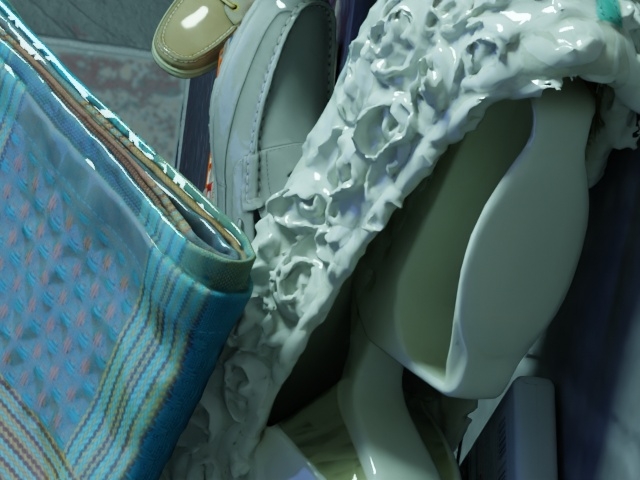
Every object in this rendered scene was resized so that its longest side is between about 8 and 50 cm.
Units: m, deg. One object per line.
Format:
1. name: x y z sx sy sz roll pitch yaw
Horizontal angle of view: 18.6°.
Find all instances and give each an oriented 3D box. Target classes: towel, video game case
1. towel: -0.190 0.083 0.928 0.271 0.040 0.370 43 115 33
2. video game case: 0.075 0.182 0.869 0.173 0.022 0.190 112 163 -58

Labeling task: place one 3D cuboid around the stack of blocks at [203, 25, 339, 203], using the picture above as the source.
1. stack of blocks: -0.055 -0.023 1.686 0.171 0.087 0.297 166 111 -81

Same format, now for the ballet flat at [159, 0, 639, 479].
1. ballet flat: 0.026 0.045 0.844 0.147 0.147 0.409 -95 24 -56

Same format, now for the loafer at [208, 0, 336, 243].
1. loafer: -0.027 -0.038 1.507 0.111 0.112 0.319 22 112 37

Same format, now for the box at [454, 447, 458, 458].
1. box: -0.077 0.114 1.035 0.087 0.290 0.169 -145 64 -79

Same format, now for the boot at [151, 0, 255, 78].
1. boot: -0.069 -0.254 1.759 0.213 0.077 0.165 -47 -8 -24
